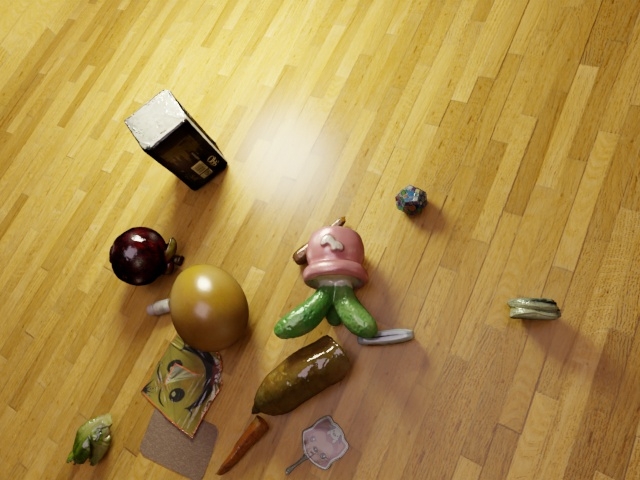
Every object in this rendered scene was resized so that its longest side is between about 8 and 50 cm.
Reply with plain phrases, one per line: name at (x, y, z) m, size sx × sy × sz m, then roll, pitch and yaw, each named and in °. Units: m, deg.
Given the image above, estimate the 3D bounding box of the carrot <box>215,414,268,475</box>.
carrot at (-0.252, 0.660, 1.317) m, size 0.057 × 0.057 × 0.224 m, roll 38°, pitch 87°, yaw 24°

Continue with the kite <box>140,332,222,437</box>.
kite at (-0.492, 0.495, 1.462) m, size 0.327 × 0.013 × 0.378 m, roll -16°, pitch 67°, yaw 10°

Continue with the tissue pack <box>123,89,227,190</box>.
tissue pack at (-0.530, -0.366, 1.604) m, size 0.210 × 0.370 × 0.198 m, roll -41°, pitch 70°, yaw -3°

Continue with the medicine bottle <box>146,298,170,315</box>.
medicine bottle at (-0.600, 0.253, 1.562) m, size 0.089 × 0.052 × 0.052 m, roll -15°, pitch 67°, yaw 10°

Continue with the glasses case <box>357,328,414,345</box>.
glasses case at (0.204, 0.304, 1.306) m, size 0.178 × 0.067 × 0.045 m, roll -9°, pitch 68°, yaw 13°

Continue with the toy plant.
toy plant at (0.022, 0.142, 1.335) m, size 0.316 × 0.211 × 0.357 m, roll 0°, pitch 70°, yaw 6°

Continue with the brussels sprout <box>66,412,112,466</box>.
brussels sprout at (-0.793, 0.686, 1.438) m, size 0.139 × 0.100 × 0.181 m, roll 34°, pitch 100°, yaw 40°

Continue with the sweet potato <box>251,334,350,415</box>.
sweet potato at (-0.079, 0.439, 1.293) m, size 0.369 × 0.158 × 0.158 m, roll -35°, pitch 65°, yaw 0°

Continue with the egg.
egg at (-0.378, 0.220, 1.404) m, size 0.250 × 0.250 × 0.323 m, roll -37°, pitch 54°, yaw 0°

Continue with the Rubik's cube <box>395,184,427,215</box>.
Rubik's cube at (0.311, -0.138, 1.426) m, size 0.093 × 0.111 × 0.111 m, roll 3°, pitch 69°, yaw 43°

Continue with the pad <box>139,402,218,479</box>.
pad at (-0.478, 0.672, 1.399) m, size 0.265 × 0.002 × 0.176 m, roll 13°, pitch 74°, yaw 20°

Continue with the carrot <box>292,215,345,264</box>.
carrot at (0.000, 0.000, 1.484) m, size 0.247 × 0.059 × 0.059 m, roll -40°, pitch 65°, yaw -5°

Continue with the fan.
fan at (-0.022, 0.646, 1.277) m, size 0.220 × 0.009 × 0.132 m, roll -37°, pitch 65°, yaw 0°

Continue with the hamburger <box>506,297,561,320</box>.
hamburger at (0.612, 0.198, 1.196) m, size 0.139 × 0.133 × 0.063 m, roll -3°, pitch 78°, yaw 24°

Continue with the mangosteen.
mangosteen at (-0.655, 0.062, 1.579) m, size 0.265 × 0.228 × 0.229 m, roll 5°, pitch 66°, yaw -26°
